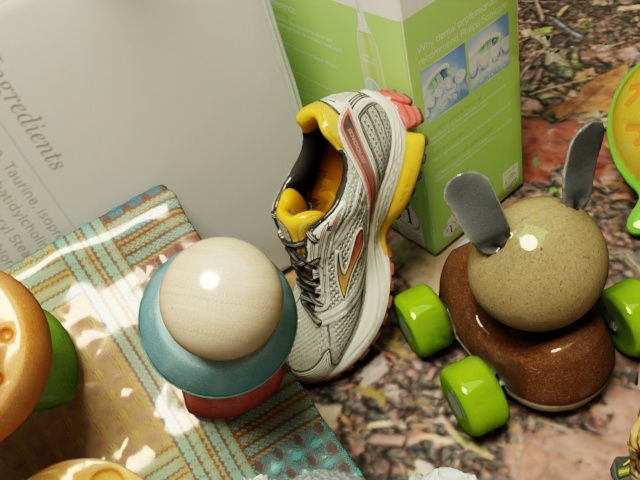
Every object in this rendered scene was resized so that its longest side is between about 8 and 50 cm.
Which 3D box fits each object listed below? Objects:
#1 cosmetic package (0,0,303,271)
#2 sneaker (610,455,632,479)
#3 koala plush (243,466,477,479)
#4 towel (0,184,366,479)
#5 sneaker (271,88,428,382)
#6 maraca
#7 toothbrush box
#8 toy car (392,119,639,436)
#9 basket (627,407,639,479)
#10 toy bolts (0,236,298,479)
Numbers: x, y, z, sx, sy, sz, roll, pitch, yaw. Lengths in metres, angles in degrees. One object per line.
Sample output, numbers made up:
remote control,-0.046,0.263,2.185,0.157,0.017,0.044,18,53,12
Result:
cosmetic package,-0.253,-0.099,0.608,0.393,0.327,0.329,-30,45,-11
sneaker,0.215,0.130,0.438,0.083,0.031,0.035,-23,34,-13
koala plush,-0.012,0.206,0.318,0.196,0.203,0.221,-25,36,41
towel,-0.185,0.159,0.437,0.370,0.040,0.271,-33,82,-15
sneaker,0.000,0.000,0.520,0.092,0.225,0.088,-5,23,-38
maraca,0.297,-0.075,0.571,0.127,0.099,0.186,-6,70,27
toothbrush box,0.049,-0.160,0.599,0.122,0.283,0.206,-38,46,-18
toy car,0.131,0.010,0.471,0.155,0.188,0.149,-25,44,-7
basket,0.314,0.044,0.327,0.299,0.223,0.213,-31,60,-12
toy bolts,-0.108,0.087,0.369,0.228,0.158,0.218,-23,78,-15
